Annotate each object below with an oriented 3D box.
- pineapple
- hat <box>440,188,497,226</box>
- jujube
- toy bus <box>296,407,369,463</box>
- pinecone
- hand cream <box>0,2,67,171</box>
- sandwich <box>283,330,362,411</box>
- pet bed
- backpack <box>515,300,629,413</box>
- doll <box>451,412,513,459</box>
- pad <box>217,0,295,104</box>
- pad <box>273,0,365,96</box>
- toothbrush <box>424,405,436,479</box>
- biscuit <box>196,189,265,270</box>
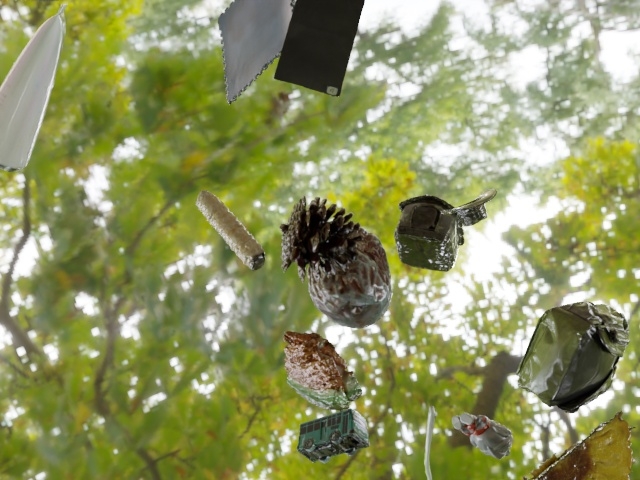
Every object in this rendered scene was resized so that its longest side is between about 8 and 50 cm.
[{"bbox_3d":[0.494,0.502,1.703,0.334,0.161,0.158,-37,172,-18],"label":"pineapple"},{"bbox_3d":[0.299,-0.058,1.687,0.121,0.050,0.121,-24,-177,1],"label":"hat"},{"bbox_3d":[0.075,0.089,2.256,0.225,0.226,0.317,-14,-146,6],"label":"jujube"},{"bbox_3d":[0.031,0.451,2.001,0.160,0.079,0.092,-23,-139,27],"label":"toy bus"},{"bbox_3d":[0.000,0.000,1.927,0.207,0.208,0.208,-14,-159,5],"label":"pinecone"},{"bbox_3d":[-0.592,-0.318,1.758,0.118,0.359,0.185,25,-170,-17],"label":"hand cream"},{"bbox_3d":[0.007,0.276,1.872,0.109,0.160,0.184,-14,-164,-34],"label":"sandwich"},{"bbox_3d":[0.317,-0.029,2.467,0.183,0.211,0.159,9,-118,20],"label":"pet bed"},{"bbox_3d":[0.496,0.213,1.633,0.253,0.207,0.140,-2,-151,-46],"label":"backpack"},{"bbox_3d":[0.346,0.407,1.809,0.094,0.180,0.079,-31,-143,30],"label":"doll"},{"bbox_3d":[-0.140,-0.466,1.867,0.012,0.269,0.269,15,145,-36],"label":"pad"},{"bbox_3d":[0.000,-0.341,1.450,0.116,0.193,0.004,15,166,-3],"label":"pad"},{"bbox_3d":[0.244,0.490,1.921,0.026,0.263,0.022,3,-164,1],"label":"toothbrush"},{"bbox_3d":[-0.195,-0.024,1.892,0.055,0.061,0.219,-30,-117,-30],"label":"biscuit"}]
